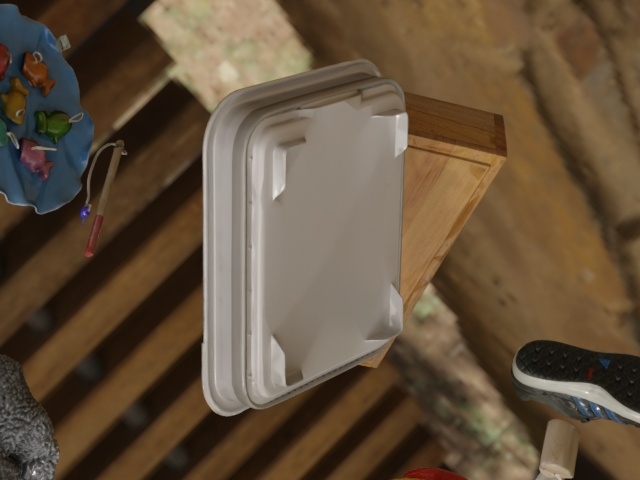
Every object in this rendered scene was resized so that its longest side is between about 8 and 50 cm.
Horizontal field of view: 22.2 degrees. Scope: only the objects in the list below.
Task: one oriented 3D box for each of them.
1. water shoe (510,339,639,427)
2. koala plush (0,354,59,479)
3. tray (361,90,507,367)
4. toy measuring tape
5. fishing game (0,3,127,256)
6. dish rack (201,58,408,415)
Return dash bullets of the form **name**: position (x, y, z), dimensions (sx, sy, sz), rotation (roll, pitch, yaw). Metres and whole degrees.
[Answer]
- **water shoe**: position (0.307, 0.162, 1.772), dimensions (0.203, 0.073, 0.080), rotation (19, 150, 13)
- **koala plush**: position (-0.352, 0.220, 1.448), dimensions (0.196, 0.221, 0.203), rotation (27, 126, 6)
- **tray**: position (0.043, -0.007, 1.916), dimensions (0.203, 0.076, 0.411), rotation (12, 139, -14)
- **toy measuring tape**: position (0.090, 0.204, 1.204), dimensions (0.121, 0.121, 0.330), rotation (43, 151, 14)
- **fishing game**: position (-0.248, -0.117, 1.408), dimensions (0.041, 0.189, 0.264), rotation (-14, 136, 27)
- **dish rack**: position (0.000, 0.000, 1.628), dimensions (0.072, 0.286, 0.332), rotation (15, 113, 37)
